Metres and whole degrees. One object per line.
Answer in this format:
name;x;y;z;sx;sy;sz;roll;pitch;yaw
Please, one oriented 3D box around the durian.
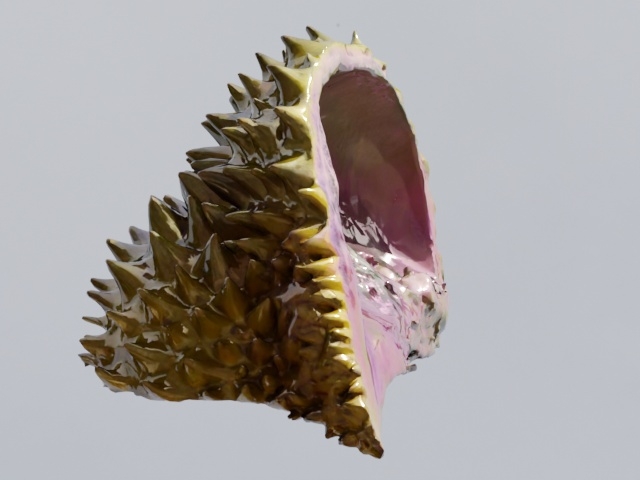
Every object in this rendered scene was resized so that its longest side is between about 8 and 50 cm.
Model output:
durian;-0.012;-0.009;0.826;0.153;0.260;0.186;12;-95;10
